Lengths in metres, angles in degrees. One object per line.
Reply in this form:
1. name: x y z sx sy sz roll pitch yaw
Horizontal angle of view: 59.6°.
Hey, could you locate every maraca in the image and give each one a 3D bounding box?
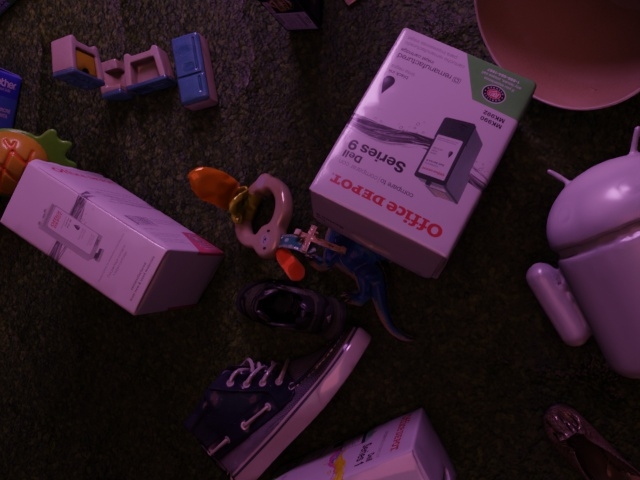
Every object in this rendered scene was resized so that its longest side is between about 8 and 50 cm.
1. maraca: -0.553 -0.146 1.034 0.185 0.099 0.127 -10 116 -13

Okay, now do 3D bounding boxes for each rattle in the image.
1. rattle: -0.105 -0.034 0.869 0.130 0.143 0.200 -32 49 11

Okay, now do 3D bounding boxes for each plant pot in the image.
1. plant pot: 0.377 -0.342 0.735 0.191 0.284 0.284 -33 80 -23

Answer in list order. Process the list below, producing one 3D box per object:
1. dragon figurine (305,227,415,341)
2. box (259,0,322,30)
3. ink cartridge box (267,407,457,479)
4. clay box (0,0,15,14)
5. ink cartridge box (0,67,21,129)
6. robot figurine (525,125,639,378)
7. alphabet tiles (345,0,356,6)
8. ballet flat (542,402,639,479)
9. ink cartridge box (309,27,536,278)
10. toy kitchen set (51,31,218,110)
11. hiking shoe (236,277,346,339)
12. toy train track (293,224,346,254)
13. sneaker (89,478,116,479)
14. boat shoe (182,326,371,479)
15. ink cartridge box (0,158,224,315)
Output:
1. dragon figurine: 0.077 0.024 0.880 0.144 0.085 0.289 -46 78 10
2. box: -0.063 -0.500 0.804 0.073 0.293 0.296 3 90 15
3. ink cartridge box: 0.048 0.373 0.825 0.278 0.201 0.117 -27 83 13
4. clay box: -0.637 -0.524 1.087 0.222 0.053 0.127 -35 81 11
5. ink cartridge box: -0.752 -0.223 1.070 0.269 0.151 0.396 13 91 14
6. robot figurine: 0.430 0.039 0.729 0.299 0.199 0.354 -26 83 27
7. alphabet tiles: 0.037 -0.521 0.934 0.198 0.009 0.237 -31 82 12
8. ballet flat: 0.422 0.340 0.802 0.084 0.058 0.250 -44 80 11
9. ink cartridge box: 0.143 -0.122 0.800 0.211 0.121 0.289 27 77 11
10. toy kitchen set: -0.308 -0.281 0.941 0.207 0.166 0.122 -12 86 15
11. hiking shoe: -0.070 0.094 0.874 0.226 0.114 0.086 3 74 43
12. toy train track: 0.000 0.000 0.840 0.083 0.014 0.048 21 61 3
13. sneaker: -0.299 0.540 0.967 0.343 0.134 0.146 12 99 23
14. boat shoe: -0.079 0.234 0.896 0.158 0.127 0.341 41 100 5
15. ink cartridge box: -0.333 -0.005 0.925 0.283 0.207 0.117 31 95 13
